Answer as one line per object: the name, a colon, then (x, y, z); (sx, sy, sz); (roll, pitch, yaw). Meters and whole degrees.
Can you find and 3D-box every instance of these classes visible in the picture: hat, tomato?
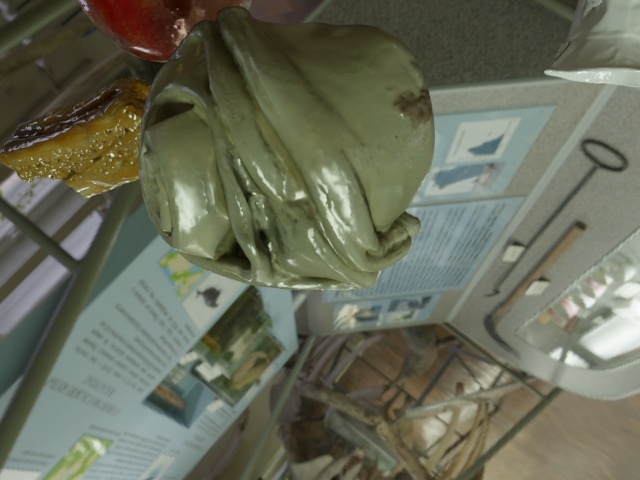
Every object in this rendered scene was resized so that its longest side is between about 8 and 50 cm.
hat: (0.427, -0.291, 0.956); (0.203, 0.126, 0.203); (7, -169, -1)
tomato: (-0.226, -0.381, 0.953); (0.265, 0.265, 0.265); (37, 164, 13)

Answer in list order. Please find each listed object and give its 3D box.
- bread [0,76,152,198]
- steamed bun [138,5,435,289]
bread: (-0.401, -0.169, 1.208); (0.380, 0.109, 0.185); (-12, 141, 31)
steamed bun: (-0.061, -0.070, 0.723); (0.324, 0.219, 0.309); (21, 130, 25)
